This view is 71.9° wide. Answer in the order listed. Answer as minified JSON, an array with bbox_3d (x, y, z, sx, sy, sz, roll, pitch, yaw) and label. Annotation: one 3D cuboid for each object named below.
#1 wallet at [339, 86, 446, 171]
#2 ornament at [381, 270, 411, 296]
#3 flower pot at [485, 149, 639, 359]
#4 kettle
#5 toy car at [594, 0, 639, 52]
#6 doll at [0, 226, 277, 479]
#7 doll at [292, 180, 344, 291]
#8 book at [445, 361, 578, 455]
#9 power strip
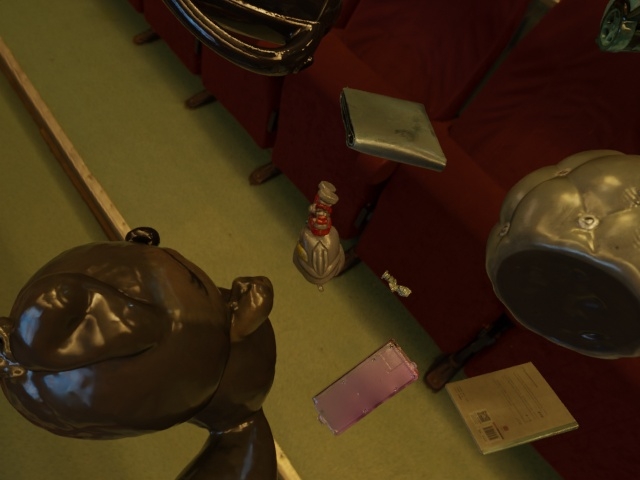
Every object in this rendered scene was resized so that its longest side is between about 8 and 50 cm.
[{"bbox_3d":[0.182,-0.294,1.143,0.251,0.054,0.290,10,43,-13],"label":"wallet"},{"bbox_3d":[0.223,0.134,1.328,0.092,0.068,0.041,38,97,-11],"label":"ornament"},{"bbox_3d":[0.334,0.011,0.535,0.246,0.246,0.195,39,62,15],"label":"flower pot"},{"bbox_3d":[-0.110,-0.385,0.668,0.290,0.207,0.269,26,69,-18],"label":"kettle"},{"bbox_3d":[0.391,-0.262,0.409,0.136,0.306,0.125,5,98,5],"label":"toy car"},{"bbox_3d":[-0.156,0.170,0.448,0.252,0.382,0.379,-34,65,20],"label":"doll"},{"bbox_3d":[0.000,0.000,0.646,0.079,0.180,0.094,1,31,-7],"label":"doll"},{"bbox_3d":[0.510,0.446,1.196,0.282,0.025,0.215,-8,38,-10],"label":"book"},{"bbox_3d":[0.105,0.356,1.069,0.279,0.037,0.109,-39,80,10],"label":"power strip"}]
